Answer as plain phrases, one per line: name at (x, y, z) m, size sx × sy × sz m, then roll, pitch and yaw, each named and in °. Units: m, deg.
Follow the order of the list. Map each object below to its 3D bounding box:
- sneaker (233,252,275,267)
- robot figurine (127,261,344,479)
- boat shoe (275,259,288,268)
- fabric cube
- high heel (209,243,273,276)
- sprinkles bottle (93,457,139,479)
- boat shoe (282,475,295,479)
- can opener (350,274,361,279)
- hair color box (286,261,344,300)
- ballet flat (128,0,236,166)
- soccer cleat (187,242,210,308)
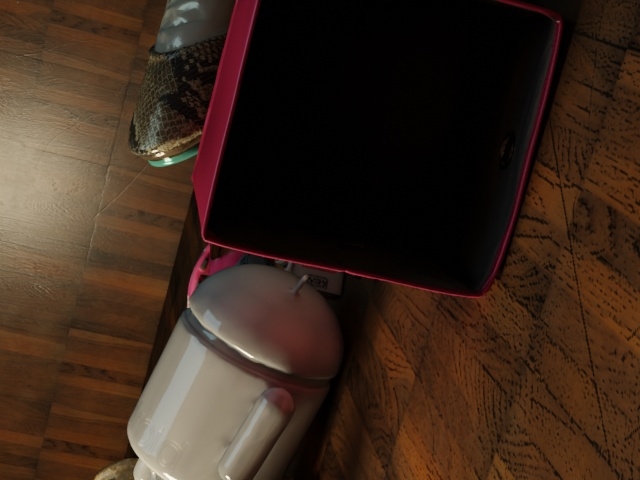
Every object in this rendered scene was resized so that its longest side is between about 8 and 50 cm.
sneaker at (-0.064, 0.093, 1.851) m, size 0.125 × 0.104 × 0.262 m, roll -57°, pitch 28°, yaw 31°
robot figurine at (-0.100, 0.178, 1.547) m, size 0.353 × 0.200 × 0.300 m, roll -63°, pitch 25°, yaw 10°
boat shoe at (-0.027, -0.003, 1.855) m, size 0.137 × 0.043 × 0.049 m, roll 119°, pitch 162°, yaw -49°
fabric cube at (0.036, -0.118, 1.166) m, size 0.258 × 0.259 × 0.254 m, roll -122°, pitch 45°, yaw -76°
high heel at (-0.170, -0.052, 2.191) m, size 0.127 × 0.181 × 0.377 m, roll -26°, pitch 36°, yaw 23°
sprinkles bottle at (-0.224, 0.442, 1.562) m, size 0.355 × 0.121 × 0.121 m, roll -96°, pitch 22°, yaw -43°
boat shoe at (-0.066, 0.329, 1.668) m, size 0.135 × 0.045 × 0.050 m, roll 132°, pitch 149°, yaw -66°
can opener at (0.042, -0.021, 1.542) m, size 0.059 × 0.073 × 0.186 m, roll -45°, pitch 29°, yaw 17°
hair color box at (0.000, 0.000, 1.654) m, size 0.043 × 0.072 × 0.141 m, roll 137°, pitch 144°, yaw -71°
ballet flat at (-0.061, -0.261, 1.432) m, size 0.164 × 0.483 × 0.182 m, roll 2°, pitch 119°, yaw 44°
soccer cleat at (-0.197, 0.146, 2.309) m, size 0.143 × 0.116 × 0.331 m, roll 151°, pitch 131°, yaw -74°
